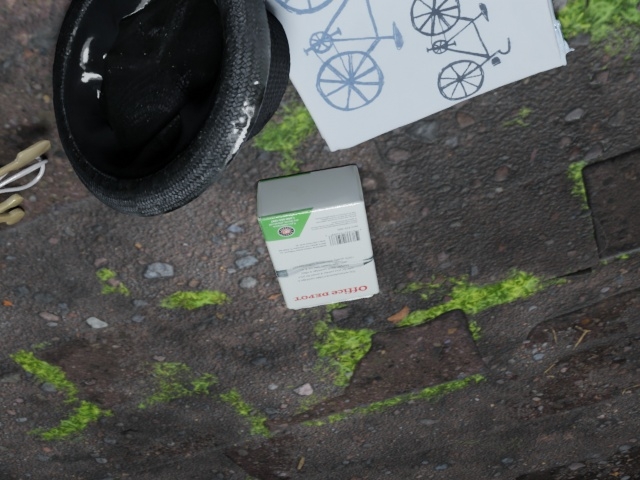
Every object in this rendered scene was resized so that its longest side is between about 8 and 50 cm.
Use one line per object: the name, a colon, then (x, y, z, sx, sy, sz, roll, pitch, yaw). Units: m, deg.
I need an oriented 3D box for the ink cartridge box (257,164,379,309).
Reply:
ink cartridge box: (0.000, 0.000, 1.102, 0.153, 0.087, 0.208, -9, 136, 3)

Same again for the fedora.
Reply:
fedora: (-0.150, -0.179, 0.815, 0.334, 0.334, 0.152, -42, 158, 32)

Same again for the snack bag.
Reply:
snack bag: (0.103, -0.277, 0.860, 0.343, 0.037, 0.323, -19, 136, 14)

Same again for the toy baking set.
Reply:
toy baking set: (-0.459, -0.046, 0.959, 0.030, 0.197, 0.256, 49, 127, 4)
